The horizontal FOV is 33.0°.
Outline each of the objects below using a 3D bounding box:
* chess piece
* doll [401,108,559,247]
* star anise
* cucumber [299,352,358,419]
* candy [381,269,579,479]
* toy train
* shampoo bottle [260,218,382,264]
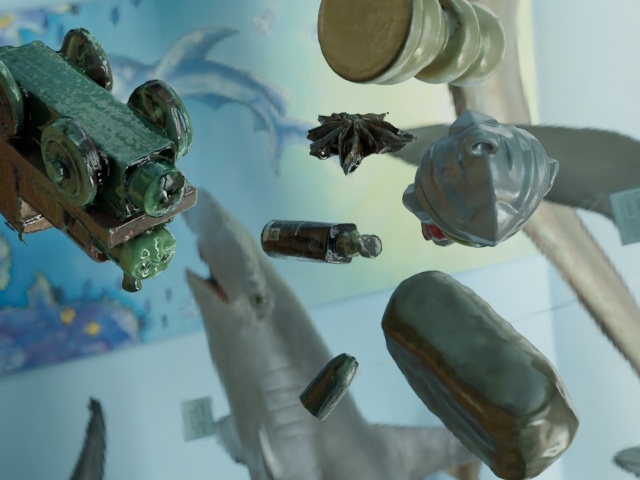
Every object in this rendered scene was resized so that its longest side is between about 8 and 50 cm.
[{"bbox_3d":[0.145,-0.287,1.495,0.167,0.299,0.167,1,-89,39],"label":"chess piece"},{"bbox_3d":[0.094,-0.028,0.654,0.180,0.094,0.079,77,3,-76],"label":"doll"},{"bbox_3d":[0.034,-0.127,1.288,0.129,0.124,0.056,35,-38,43],"label":"star anise"},{"bbox_3d":[0.014,0.192,1.461,0.105,0.048,0.048,-54,-142,15],"label":"cucumber"},{"bbox_3d":[0.154,0.131,1.076,0.234,0.102,0.104,41,-25,45],"label":"candy"},{"bbox_3d":[-0.248,-0.078,1.120,0.304,0.150,0.221,37,-42,32],"label":"toy train"},{"bbox_3d":[0.000,0.001,1.436,0.207,0.063,0.057,3,-95,50],"label":"shampoo bottle"}]
